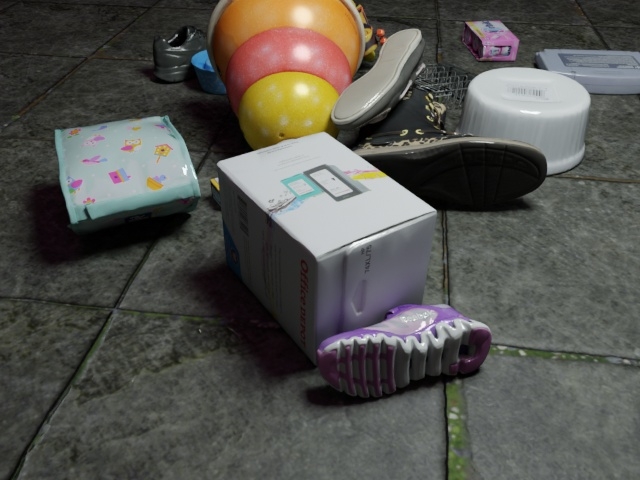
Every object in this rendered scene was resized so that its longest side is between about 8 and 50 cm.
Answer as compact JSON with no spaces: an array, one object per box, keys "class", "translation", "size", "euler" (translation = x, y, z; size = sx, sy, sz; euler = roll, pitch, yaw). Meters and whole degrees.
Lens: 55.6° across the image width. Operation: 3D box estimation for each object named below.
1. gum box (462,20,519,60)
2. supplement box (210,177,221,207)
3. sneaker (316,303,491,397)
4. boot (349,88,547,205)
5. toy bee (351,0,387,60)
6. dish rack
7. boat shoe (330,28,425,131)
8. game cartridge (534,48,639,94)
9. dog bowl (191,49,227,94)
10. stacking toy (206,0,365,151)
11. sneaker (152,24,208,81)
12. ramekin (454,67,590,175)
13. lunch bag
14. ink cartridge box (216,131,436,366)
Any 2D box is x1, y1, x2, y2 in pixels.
[{"class":"gum box","translation":[0.497,-0.584,1.780],"size":[0.107,0.062,0.188],"euler":[-3,37,-4]},{"class":"supplement box","translation":[-0.159,-0.097,1.151],"size":[0.083,0.043,0.055],"euler":[-19,41,-22]},{"class":"sneaker","translation":[0.103,0.135,0.814],"size":[0.237,0.095,0.104],"euler":[-7,31,-17]},{"class":"boot","translation":[0.233,-0.194,1.203],"size":[0.378,0.138,0.284],"euler":[-3,36,12]},{"class":"toy bee","translation":[0.105,-0.545,1.650],"size":[0.162,0.195,0.298],"euler":[-9,70,21]},{"class":"dish rack","translation":[0.279,-0.369,1.449],"size":[0.272,0.074,0.208],"euler":[-15,37,-37]},{"class":"boat shoe","translation":[0.134,-0.302,1.208],"size":[0.112,0.095,0.335],"euler":[3,45,37]},{"class":"game cartridge","translation":[0.737,-0.449,1.612],"size":[0.298,0.062,0.198],"euler":[3,41,4]},{"class":"dog bowl","translation":[-0.191,-0.460,1.609],"size":[0.297,0.074,0.166],"euler":[-20,41,-24]},{"class":"stacking toy","translation":[-0.065,-0.275,1.227],"size":[0.351,0.350,0.479],"euler":[-2,52,-2]},{"class":"sneaker","translation":[-0.322,-0.521,1.644],"size":[0.286,0.130,0.109],"euler":[-28,43,-34]},{"class":"ramekin","translation":[0.433,-0.264,1.298],"size":[0.278,0.135,0.277],"euler":[0,37,0]},{"class":"lunch bag","translation":[-0.342,-0.110,1.077],"size":[0.224,0.160,0.262],"euler":[-13,33,-18]},{"class":"ink cartridge box","translation":[0.000,0.000,0.896],"size":[0.197,0.198,0.270],"euler":[-21,43,-27]}]
